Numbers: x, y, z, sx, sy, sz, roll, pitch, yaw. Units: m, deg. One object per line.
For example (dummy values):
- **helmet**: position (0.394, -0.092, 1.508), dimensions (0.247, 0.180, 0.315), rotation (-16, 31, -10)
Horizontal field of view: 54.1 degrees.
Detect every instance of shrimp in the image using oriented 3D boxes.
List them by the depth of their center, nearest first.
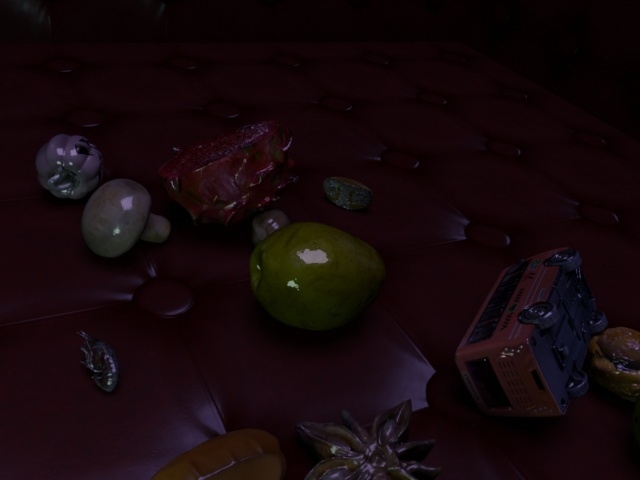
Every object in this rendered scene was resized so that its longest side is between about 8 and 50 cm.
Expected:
- **shrimp**: position (-0.445, 0.234, 1.256), dimensions (0.165, 0.065, 0.056), rotation (36, 9, 40)

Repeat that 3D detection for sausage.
- **sausage**: position (-0.171, 0.394, 1.037), dimensions (0.241, 0.120, 0.136), rotation (-16, 9, -37)

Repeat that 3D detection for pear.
- **pear**: position (-0.007, 0.081, 1.434), dimensions (0.307, 0.253, 0.253), rotation (10, 30, -30)

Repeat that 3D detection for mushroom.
- **mushroom**: position (-0.497, -0.050, 1.573), dimensions (0.206, 0.209, 0.207), rotation (-4, 70, 11)

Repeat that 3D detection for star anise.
- **star anise**: position (0.106, 0.411, 1.105), dimensions (0.349, 0.109, 0.292), rotation (-11, 45, -12)

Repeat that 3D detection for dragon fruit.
- **dragon fruit**: position (-0.241, -0.168, 1.710), dimensions (0.370, 0.249, 0.386), rotation (-2, 30, 43)

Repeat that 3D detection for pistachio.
- **pistachio**: position (-0.126, -0.029, 1.687), dimensions (0.126, 0.108, 0.185), rotation (31, 23, -14)

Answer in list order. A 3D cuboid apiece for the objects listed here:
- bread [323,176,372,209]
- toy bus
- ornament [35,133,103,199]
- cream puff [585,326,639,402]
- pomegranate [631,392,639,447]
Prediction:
- **bread**: position (0.084, -0.154, 1.941), dimensions (0.157, 0.083, 0.094), rotation (13, 31, 0)
- **toy bus**: position (0.473, 0.195, 1.398), dimensions (0.233, 0.203, 0.427), rotation (-19, 14, 38)
- **ornament**: position (-0.688, -0.197, 1.720), dimensions (0.177, 0.178, 0.178), rotation (7, 34, -5)
- **cream puff**: position (0.694, 0.286, 1.422), dimensions (0.188, 0.130, 0.189), rotation (-1, 27, 1)
- **pomegranate**: position (0.755, 0.343, 1.220), dimensions (0.230, 0.286, 0.231), rotation (27, 25, -14)
